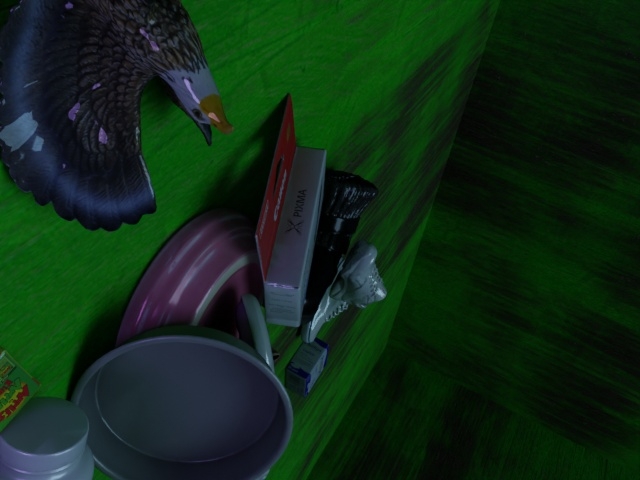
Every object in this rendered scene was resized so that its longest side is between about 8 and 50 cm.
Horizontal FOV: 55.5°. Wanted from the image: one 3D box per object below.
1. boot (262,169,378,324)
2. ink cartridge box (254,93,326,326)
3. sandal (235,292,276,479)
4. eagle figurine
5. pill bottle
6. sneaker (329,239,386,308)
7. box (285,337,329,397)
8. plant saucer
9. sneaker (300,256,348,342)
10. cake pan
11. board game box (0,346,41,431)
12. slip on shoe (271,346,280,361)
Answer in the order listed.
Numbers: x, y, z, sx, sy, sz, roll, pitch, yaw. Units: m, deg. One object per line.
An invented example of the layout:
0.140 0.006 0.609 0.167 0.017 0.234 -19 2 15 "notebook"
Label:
-0.003 -0.002 1.245 0.260 0.131 0.348 -64 176 22 "boot"
-0.042 -0.046 1.012 0.261 0.066 0.296 92 6 -56 "ink cartridge box"
-0.133 0.270 0.980 0.102 0.169 0.416 -9 129 -18 "sandal"
-0.154 -0.163 0.528 0.226 0.225 0.298 0 158 -30 "eagle figurine"
-0.326 0.291 0.686 0.121 0.121 0.216 -31 142 -63 "pill bottle"
0.099 0.079 1.316 0.090 0.115 0.232 -61 177 -27 "sneaker"
-0.040 0.373 1.805 0.137 0.072 0.126 -54 161 -35 "box"
-0.180 0.113 0.957 0.332 0.084 0.332 -56 162 -28 "plant saucer"
0.027 0.174 1.685 0.258 0.091 0.094 -66 164 3 "sneaker"
-0.184 0.232 0.828 0.054 0.293 0.293 -99 -157 -61 "cake pan"
-0.357 0.184 0.568 0.181 0.043 0.092 -55 162 -29 "board game box"
-0.139 0.285 1.412 0.135 0.041 0.051 -24 137 -66 "slip on shoe"
